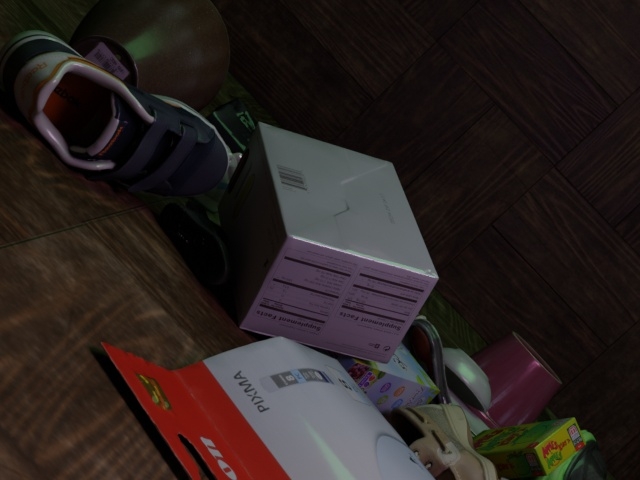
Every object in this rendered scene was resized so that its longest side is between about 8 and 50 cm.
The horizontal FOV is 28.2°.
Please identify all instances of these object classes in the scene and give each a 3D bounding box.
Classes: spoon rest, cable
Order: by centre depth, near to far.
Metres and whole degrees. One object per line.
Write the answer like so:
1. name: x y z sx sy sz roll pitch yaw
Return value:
1. cable: 0.173 0.217 1.774 0.072 0.139 0.287 -17 64 -36
2. spoon rest: 0.208 0.219 2.170 0.137 0.084 0.276 49 -3 -19

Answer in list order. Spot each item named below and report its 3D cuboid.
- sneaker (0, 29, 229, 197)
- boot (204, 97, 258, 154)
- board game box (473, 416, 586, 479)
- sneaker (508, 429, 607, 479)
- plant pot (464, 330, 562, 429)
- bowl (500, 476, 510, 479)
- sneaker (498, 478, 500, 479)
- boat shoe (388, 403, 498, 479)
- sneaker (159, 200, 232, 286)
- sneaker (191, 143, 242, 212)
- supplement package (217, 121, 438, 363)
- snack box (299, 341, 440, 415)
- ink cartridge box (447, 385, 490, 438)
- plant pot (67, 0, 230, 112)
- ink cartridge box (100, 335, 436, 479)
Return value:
1. sneaker: -0.225 -0.119 1.478 0.321 0.126 0.127 27 13 -37
2. boot: -0.032 -0.057 2.251 0.445 0.146 0.367 42 5 1
3. board game box: 0.268 0.293 1.770 0.181 0.092 0.043 -20 -84 52
4. sneaker: 0.338 0.408 1.741 0.202 0.185 0.483 54 17 0
5. plant pot: 0.321 0.267 2.272 0.201 0.180 0.201 45 8 -8
6. bowl: 0.255 0.347 1.440 0.170 0.080 0.170 -10 90 -82
7. sneaker: 0.204 0.324 1.635 0.067 0.064 0.175 33 -12 -14
8. boat shoe: 0.142 0.286 1.531 0.098 0.109 0.302 8 21 -9
9. sneaker: -0.140 0.003 1.574 0.170 0.051 0.089 47 11 35
10. sneaker: -0.181 -0.116 1.826 0.087 0.092 0.229 52 10 24
11. supplement package: 0.000 0.000 1.597 0.204 0.145 0.262 16 30 -21
12. snack box: 0.040 0.143 1.685 0.207 0.070 0.174 25 21 -51
13. ink cartridge box: 0.209 0.289 1.999 0.171 0.056 0.235 46 8 -2
14. plant pot: -0.260 -0.247 1.755 0.215 0.215 0.230 46 21 -3
15. ink cartridge box: 0.004 0.208 1.136 0.308 0.091 0.385 50 7 27
